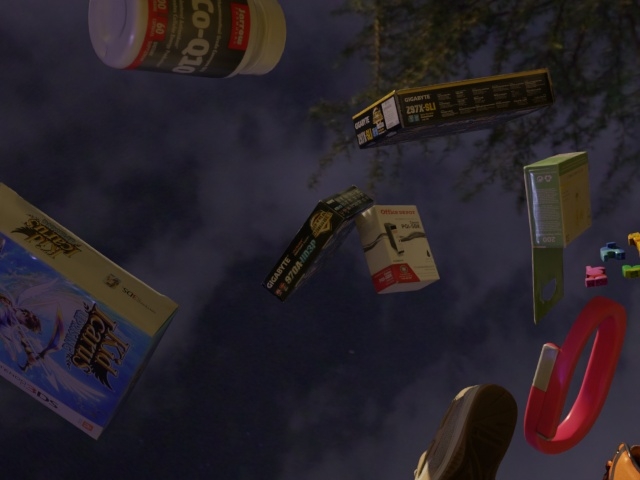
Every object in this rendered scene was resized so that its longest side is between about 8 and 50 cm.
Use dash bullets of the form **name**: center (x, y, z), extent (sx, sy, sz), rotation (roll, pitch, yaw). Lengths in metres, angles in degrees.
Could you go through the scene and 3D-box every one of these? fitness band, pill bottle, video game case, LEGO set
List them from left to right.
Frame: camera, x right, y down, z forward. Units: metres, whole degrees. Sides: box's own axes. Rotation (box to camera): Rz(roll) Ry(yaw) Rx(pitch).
- **video game case**: center (-0.323, 0.099, 0.875), extent (0.244, 0.269, 0.061), rotation (34, -138, -2)
- **pill bottle**: center (-0.203, -0.343, 1.153), extent (0.283, 0.161, 0.161), rotation (-6, -89, -42)
- **fitness band**: center (0.433, 0.231, 1.220), extent (0.209, 0.054, 0.290), rotation (-9, -64, -41)
- **LEGO set**: center (0.714, 0.034, 1.671), extent (0.228, 0.093, 0.086), rotation (-9, -66, 6)

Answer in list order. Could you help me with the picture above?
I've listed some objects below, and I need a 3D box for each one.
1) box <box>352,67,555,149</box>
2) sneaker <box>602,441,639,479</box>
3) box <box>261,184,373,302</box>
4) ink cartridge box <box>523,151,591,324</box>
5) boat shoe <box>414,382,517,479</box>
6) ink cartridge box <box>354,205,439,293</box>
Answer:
- **box**: center (0.256, -0.259, 1.456), extent (0.322, 0.257, 0.079), rotation (-11, -91, -15)
- **sneaker**: center (0.374, 0.348, 0.943), extent (0.125, 0.321, 0.180), rotation (26, -96, -10)
- **box**: center (0.000, 0.000, 1.224), extent (0.051, 0.220, 0.175), rotation (38, -71, 6)
- **ink cartridge box**: center (0.363, -0.008, 1.092), extent (0.171, 0.056, 0.234), rotation (-20, -75, -55)
- **boat shoe**: center (0.193, 0.353, 1.078), extent (0.109, 0.098, 0.302), rotation (32, -110, -13)
- **ink cartridge box**: center (0.125, 0.013, 1.185), extent (0.099, 0.056, 0.135), rotation (-3, -111, -37)
